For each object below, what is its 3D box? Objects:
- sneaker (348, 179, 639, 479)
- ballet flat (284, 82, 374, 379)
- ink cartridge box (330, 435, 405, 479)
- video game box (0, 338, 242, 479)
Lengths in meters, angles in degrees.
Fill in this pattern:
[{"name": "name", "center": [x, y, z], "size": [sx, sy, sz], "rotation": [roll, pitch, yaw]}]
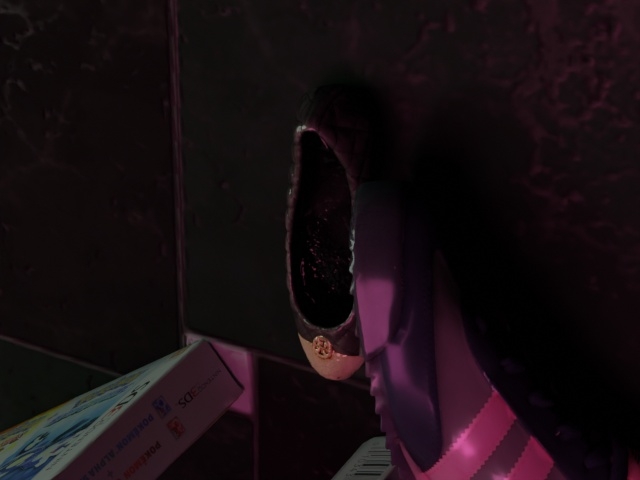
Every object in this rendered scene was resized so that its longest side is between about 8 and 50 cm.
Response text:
[{"name": "sneaker", "center": [0.110, 0.103, 0.967], "size": [0.131, 0.112, 0.319], "rotation": [-14, 114, 18]}, {"name": "ballet flat", "center": [0.000, 0.000, 0.990], "size": [0.057, 0.049, 0.173], "rotation": [14, 124, 25]}, {"name": "ink cartridge box", "center": [0.027, 0.245, 1.022], "size": [0.045, 0.206, 0.208], "rotation": [-7, 114, 38]}, {"name": "video game box", "center": [-0.167, 0.145, 1.091], "size": [0.205, 0.187, 0.048], "rotation": [-26, 99, 39]}]
